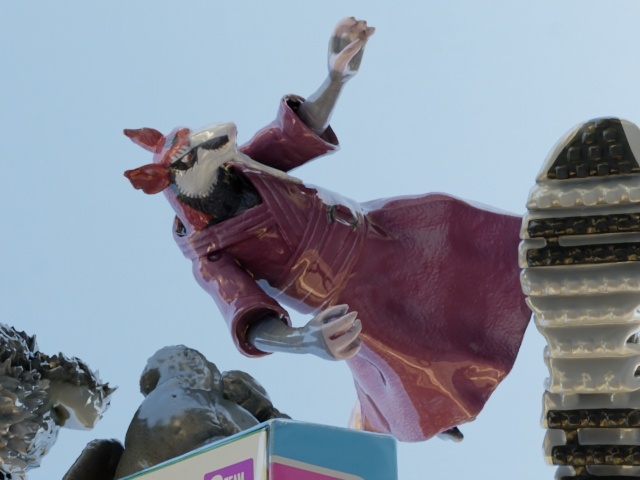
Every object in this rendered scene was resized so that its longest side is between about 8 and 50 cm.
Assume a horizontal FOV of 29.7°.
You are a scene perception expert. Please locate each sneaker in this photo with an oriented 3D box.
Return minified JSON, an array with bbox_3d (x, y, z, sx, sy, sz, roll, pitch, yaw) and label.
[{"bbox_3d":[0.218,0.048,0.929,0.110,0.118,0.292,3,-77,24],"label":"sneaker"}]

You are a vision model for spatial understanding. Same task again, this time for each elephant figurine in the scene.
[{"bbox_3d":[-0.114,0.203,0.788,0.239,0.186,0.169,-47,-136,6],"label":"elephant figurine"}]

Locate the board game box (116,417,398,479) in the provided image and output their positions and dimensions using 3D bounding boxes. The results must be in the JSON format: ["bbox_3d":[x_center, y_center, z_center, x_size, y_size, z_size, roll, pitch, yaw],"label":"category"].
[{"bbox_3d":[-0.057,0.256,0.508,0.064,0.242,0.317,13,-115,-32],"label":"board game box"}]

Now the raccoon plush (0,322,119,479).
[{"bbox_3d":[-0.272,-0.002,0.762,0.216,0.299,0.447,23,-70,35],"label":"raccoon plush"}]

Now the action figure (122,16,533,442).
[{"bbox_3d":[0.000,0.000,0.979,0.370,0.275,0.248,27,-113,-18],"label":"action figure"}]
